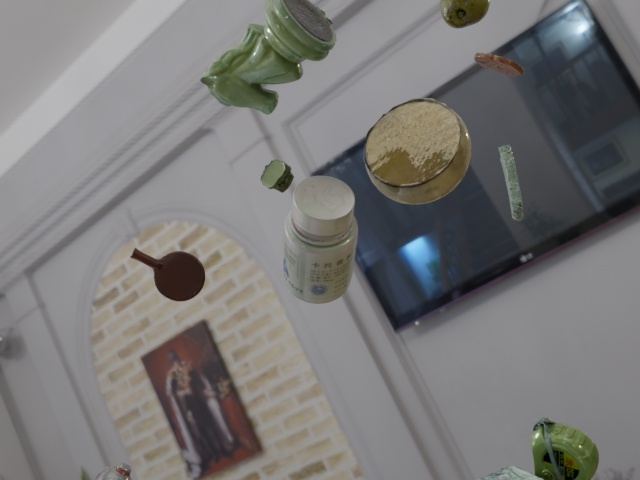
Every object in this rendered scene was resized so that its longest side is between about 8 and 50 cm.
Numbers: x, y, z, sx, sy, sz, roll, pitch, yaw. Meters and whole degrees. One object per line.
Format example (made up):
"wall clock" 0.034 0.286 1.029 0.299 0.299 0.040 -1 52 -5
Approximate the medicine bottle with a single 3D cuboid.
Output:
"medicine bottle" 0.000 0.000 1.664 0.170 0.170 0.293 -23 -36 -23

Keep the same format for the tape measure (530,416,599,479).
"tape measure" 0.558 0.492 1.675 0.154 0.178 0.087 3 29 38

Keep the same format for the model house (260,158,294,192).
"model house" -0.101 -0.163 1.881 0.079 0.066 0.083 -55 -35 9

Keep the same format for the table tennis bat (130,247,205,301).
"table tennis bat" -0.302 0.058 1.437 0.098 0.154 0.019 -63 5 -5

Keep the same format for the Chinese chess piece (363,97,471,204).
"Chinese chess piece" 0.230 -0.211 1.734 0.257 0.257 0.104 -29 -33 13

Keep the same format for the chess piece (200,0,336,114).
"chess piece" -0.120 -0.390 1.592 0.298 0.176 0.175 -38 -14 31

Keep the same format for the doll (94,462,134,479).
"doll" -0.381 0.490 1.334 0.142 0.076 0.245 -59 23 5

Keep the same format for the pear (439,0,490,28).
"pear" 0.313 -0.515 1.580 0.107 0.107 0.131 -37 28 44

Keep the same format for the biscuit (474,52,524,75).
"biscuit" 0.453 -0.448 1.851 0.102 0.130 0.019 15 -82 -65

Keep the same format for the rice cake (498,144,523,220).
"rice cake" 0.551 -0.164 2.101 0.038 0.211 0.124 -11 -20 14

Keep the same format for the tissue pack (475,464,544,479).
"tissue pack" 0.478 0.692 1.664 0.127 0.311 0.228 -18 -9 -5
